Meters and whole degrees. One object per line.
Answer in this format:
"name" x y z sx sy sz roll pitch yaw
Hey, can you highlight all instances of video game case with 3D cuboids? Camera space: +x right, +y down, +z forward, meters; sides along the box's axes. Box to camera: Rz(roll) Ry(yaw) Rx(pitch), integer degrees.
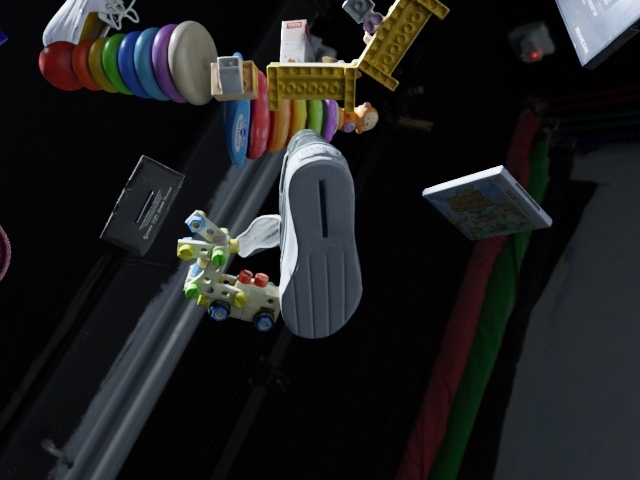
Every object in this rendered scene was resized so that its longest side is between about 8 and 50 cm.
"video game case" 0.421 -0.386 0.600 0.026 0.274 0.195 5 -116 -22
"video game case" 0.369 -0.074 1.071 0.193 0.212 0.023 38 -117 -24

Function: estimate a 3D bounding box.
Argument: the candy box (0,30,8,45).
"candy box" -0.757 -0.278 0.832 0.122 0.317 0.268 52 -160 -34

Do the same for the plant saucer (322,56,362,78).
"plant saucer" 0.039 -0.327 0.917 0.083 0.083 0.015 15 -78 -44

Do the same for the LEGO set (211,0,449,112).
"LEGO set" 0.022 -0.217 0.528 0.132 0.287 0.107 52 -160 -21

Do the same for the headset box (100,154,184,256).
"headset box" -0.441 -0.086 1.204 0.110 0.293 0.218 27 -95 -16

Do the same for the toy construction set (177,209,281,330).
"toy construction set" -0.154 0.084 1.028 0.151 0.328 0.214 -73 4 -69

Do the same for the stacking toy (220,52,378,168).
"stacking toy" -0.029 -0.233 0.900 0.302 0.165 0.175 -1 -48 -18

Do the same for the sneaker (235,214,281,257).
"sneaker" -0.143 -0.033 1.549 0.169 0.293 0.108 -23 -89 -39

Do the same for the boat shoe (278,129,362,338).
"boat shoe" 0.000 0.000 0.693 0.121 0.119 0.335 0 -53 -7

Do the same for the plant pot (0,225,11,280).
"plant pot" -0.757 0.022 0.953 0.201 0.180 0.201 -5 -83 -44

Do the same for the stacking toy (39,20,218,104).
"stacking toy" -0.363 -0.318 0.877 0.141 0.331 0.141 3 -90 -75

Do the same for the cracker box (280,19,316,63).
"cracker box" -0.056 -0.417 1.225 0.155 0.067 0.232 60 -150 -72

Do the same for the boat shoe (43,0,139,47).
"boat shoe" -0.548 -0.588 1.209 0.367 0.156 0.136 -49 -11 9
